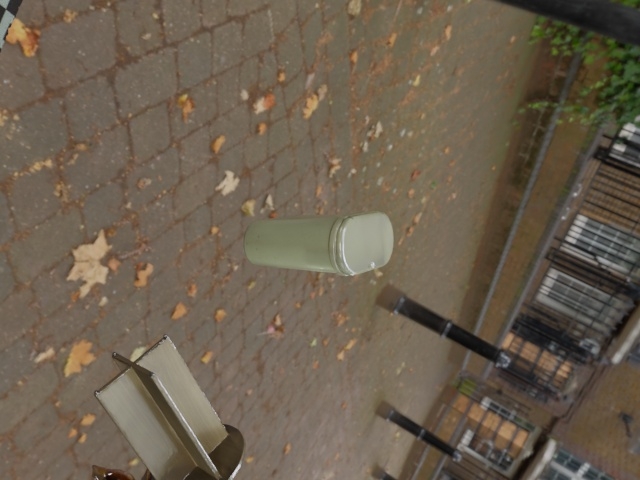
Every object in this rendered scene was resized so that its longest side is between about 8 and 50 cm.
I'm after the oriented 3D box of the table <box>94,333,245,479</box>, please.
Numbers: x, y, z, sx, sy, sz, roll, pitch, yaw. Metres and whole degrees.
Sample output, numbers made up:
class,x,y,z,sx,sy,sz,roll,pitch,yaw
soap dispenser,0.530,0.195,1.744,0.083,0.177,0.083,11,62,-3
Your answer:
class,x,y,z,sx,sy,sz,roll,pitch,yaw
table,-0.238,0.273,0.918,0.167,0.167,0.227,-44,122,-39

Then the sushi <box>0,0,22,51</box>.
class,x,y,z,sx,sy,sz,roll,pitch,yaw
sushi,-0.688,-0.414,1.034,0.343,0.359,0.064,-51,-178,23

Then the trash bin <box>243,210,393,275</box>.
class,x,y,z,sx,sy,sz,roll,pitch,yaw
trash bin,0.000,0.000,1.275,0.243,0.247,0.121,-11,102,-57

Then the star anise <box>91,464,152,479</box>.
class,x,y,z,sx,sy,sz,roll,pitch,yaw
star anise,-0.338,0.495,1.105,0.214,0.220,0.099,-70,-177,-75
